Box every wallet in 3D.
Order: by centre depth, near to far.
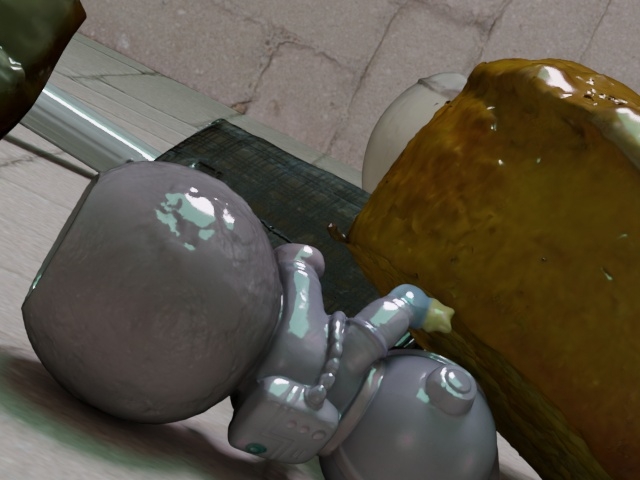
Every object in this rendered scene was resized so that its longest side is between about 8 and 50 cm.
[{"bbox_3d":[-0.021,-0.001,1.538,0.317,0.044,0.169,30,49,30],"label":"wallet"}]

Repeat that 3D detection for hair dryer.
[{"bbox_3d":[-0.241,-0.108,1.809,0.357,0.107,0.173,34,6,-11],"label":"hair dryer"}]

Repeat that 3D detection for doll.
[{"bbox_3d":[-0.022,0.071,1.029,0.287,0.151,0.151,31,6,-11],"label":"doll"}]

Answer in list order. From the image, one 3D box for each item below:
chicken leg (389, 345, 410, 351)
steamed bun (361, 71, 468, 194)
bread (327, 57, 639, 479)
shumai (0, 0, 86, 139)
[{"bbox_3d":[0.007,0.089,1.255,0.198,0.069,0.085,20,3,5],"label":"chicken leg"},{"bbox_3d":[0.202,-0.006,1.931,0.374,0.241,0.374,30,4,-2],"label":"steamed bun"},{"bbox_3d":[0.206,0.056,1.199,0.398,0.215,0.398,47,-6,6],"label":"bread"},{"bbox_3d":[-0.299,-0.185,1.101,0.323,0.397,0.324,42,7,-14],"label":"shumai"}]
